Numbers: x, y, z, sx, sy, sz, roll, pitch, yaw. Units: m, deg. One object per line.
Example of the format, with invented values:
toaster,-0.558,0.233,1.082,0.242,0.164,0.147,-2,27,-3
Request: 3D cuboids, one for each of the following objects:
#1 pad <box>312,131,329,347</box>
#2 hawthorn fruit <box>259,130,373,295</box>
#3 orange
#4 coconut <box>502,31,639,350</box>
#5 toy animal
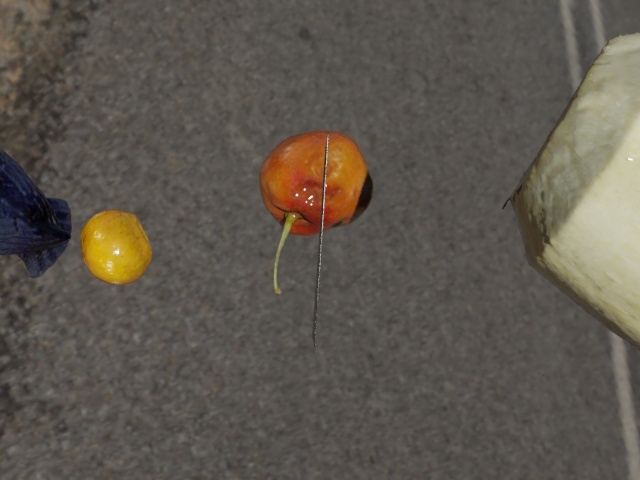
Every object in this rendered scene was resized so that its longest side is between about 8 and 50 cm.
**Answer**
pad,0.000,0.000,1.052,0.127,0.004,0.190,-161,-105,-89
hawthorn fruit,-0.035,-0.040,1.635,0.165,0.165,0.285,50,50,-21
orange,-0.217,0.008,1.200,0.083,0.070,0.083,158,-90,-87
coconut,0.351,-0.039,1.079,0.323,0.323,0.323,30,48,-40
toy animal,-0.385,-0.053,1.159,0.298,0.185,0.122,29,67,-23
